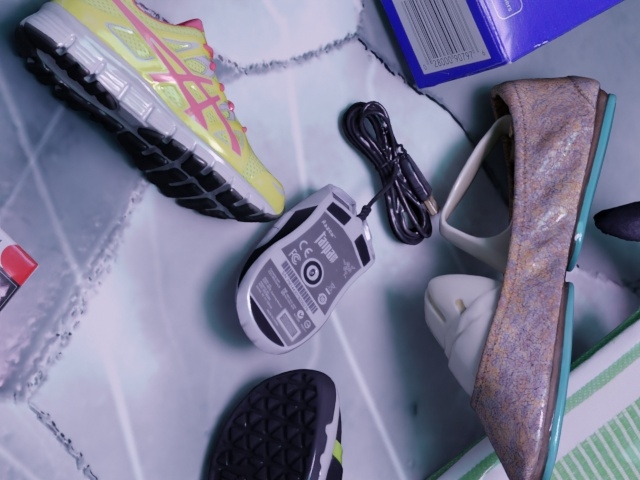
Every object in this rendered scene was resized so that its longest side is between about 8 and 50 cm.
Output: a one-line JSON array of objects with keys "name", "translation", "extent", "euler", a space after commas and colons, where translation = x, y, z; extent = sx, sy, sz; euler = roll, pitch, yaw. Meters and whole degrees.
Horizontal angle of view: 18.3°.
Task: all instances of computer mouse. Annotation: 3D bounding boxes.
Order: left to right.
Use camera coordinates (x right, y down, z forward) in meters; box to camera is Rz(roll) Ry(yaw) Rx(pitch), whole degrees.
[{"name": "computer mouse", "translation": [0.000, 0.000, 1.333], "extent": [0.193, 0.042, 0.106], "euler": [-45, 115, -31]}]

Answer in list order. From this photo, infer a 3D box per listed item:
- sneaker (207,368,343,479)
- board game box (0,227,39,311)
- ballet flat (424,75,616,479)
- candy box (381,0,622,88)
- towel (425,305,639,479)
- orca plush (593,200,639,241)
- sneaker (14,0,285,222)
[{"name": "sneaker", "translation": [-0.022, 0.202, 1.303], "extent": [0.097, 0.084, 0.234], "euler": [22, 76, -54]}, {"name": "board game box", "translation": [-0.330, -0.015, 1.118], "extent": [0.305, 0.053, 0.193], "euler": [46, 66, -22]}, {"name": "ballet flat", "translation": [0.128, 0.023, 1.359], "extent": [0.106, 0.107, 0.316], "euler": [11, 59, 4]}, {"name": "candy box", "translation": [0.161, -0.294, 1.397], "extent": [0.317, 0.122, 0.268], "euler": [-29, 101, -28]}, {"name": "towel", "translation": [0.259, 0.224, 1.403], "extent": [0.248, 0.038, 0.325], "euler": [-39, 97, -4]}, {"name": "orca plush", "translation": [0.281, 0.067, 1.483], "extent": [0.151, 0.102, 0.287], "euler": [-41, 120, 6]}, {"name": "sneaker", "translation": [-0.089, -0.094, 1.257], "extent": [0.208, 0.081, 0.094], "euler": [44, 64, -22]}]
